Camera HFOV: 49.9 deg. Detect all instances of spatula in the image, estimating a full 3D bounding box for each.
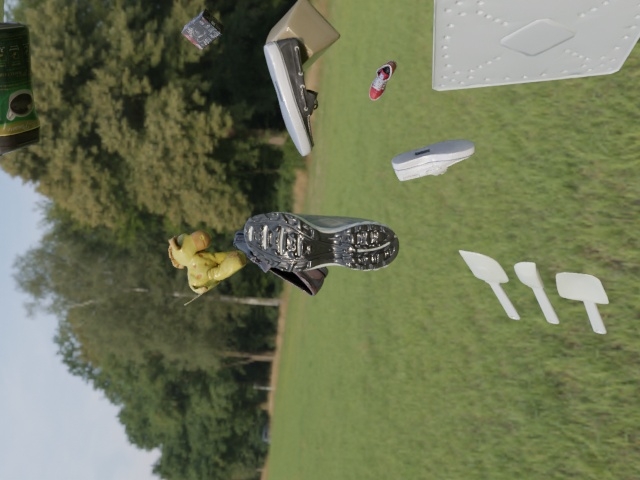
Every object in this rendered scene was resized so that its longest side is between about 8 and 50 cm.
[{"bbox_3d":[0.289,0.076,0.887,0.242,0.168,0.019,44,-121,-53],"label":"spatula"}]

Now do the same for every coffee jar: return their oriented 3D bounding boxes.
[{"bbox_3d":[-0.462,-0.218,0.992,0.096,0.079,0.184,-43,-40,-60],"label":"coffee jar"}]

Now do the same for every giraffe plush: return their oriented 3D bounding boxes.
[{"bbox_3d":[-0.325,0.047,1.849,0.170,0.210,0.181,56,150,-1],"label":"giraffe plush"}]

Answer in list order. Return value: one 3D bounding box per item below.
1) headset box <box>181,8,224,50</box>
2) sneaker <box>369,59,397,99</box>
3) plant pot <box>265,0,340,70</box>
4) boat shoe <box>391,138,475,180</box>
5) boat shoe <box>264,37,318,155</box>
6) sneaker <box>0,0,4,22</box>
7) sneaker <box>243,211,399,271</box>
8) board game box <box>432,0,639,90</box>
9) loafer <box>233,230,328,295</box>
[{"bbox_3d":[-0.272,-0.481,1.578,0.083,0.062,0.032,-25,40,36],"label":"headset box"},{"bbox_3d":[0.160,-0.424,1.830,0.118,0.042,0.067,-60,-4,26],"label":"sneaker"},{"bbox_3d":[-0.045,-0.390,1.351,0.109,0.109,0.096,-35,17,39],"label":"plant pot"},{"bbox_3d":[0.353,-0.243,2.114,0.095,0.258,0.084,-69,-37,-49],"label":"boat shoe"},{"bbox_3d":[-0.041,-0.277,1.322,0.080,0.076,0.228,-133,23,-67],"label":"boat shoe"},{"bbox_3d":[-0.738,-0.515,1.536,0.257,0.169,0.447,-81,11,-51],"label":"sneaker"},{"bbox_3d":[0.000,0.000,1.210,0.108,0.272,0.100,-69,-16,-78],"label":"sneaker"},{"bbox_3d":[0.409,-0.405,1.305,0.390,0.390,0.050,54,-148,-75],"label":"board game box"},{"bbox_3d":[-0.125,0.068,2.044,0.109,0.303,0.095,127,166,-65],"label":"loafer"}]
